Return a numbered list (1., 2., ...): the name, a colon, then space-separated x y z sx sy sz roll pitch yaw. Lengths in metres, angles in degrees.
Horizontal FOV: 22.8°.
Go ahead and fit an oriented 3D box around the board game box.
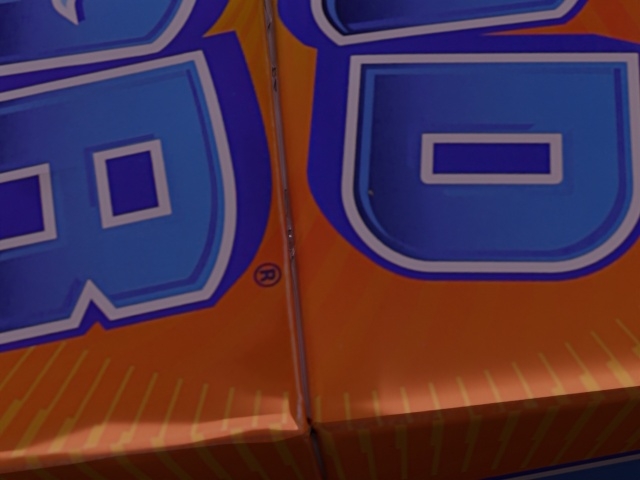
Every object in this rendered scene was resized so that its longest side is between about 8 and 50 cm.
1. board game box: 0.000 0.000 0.655 0.356 0.356 0.356 -7 57 2
